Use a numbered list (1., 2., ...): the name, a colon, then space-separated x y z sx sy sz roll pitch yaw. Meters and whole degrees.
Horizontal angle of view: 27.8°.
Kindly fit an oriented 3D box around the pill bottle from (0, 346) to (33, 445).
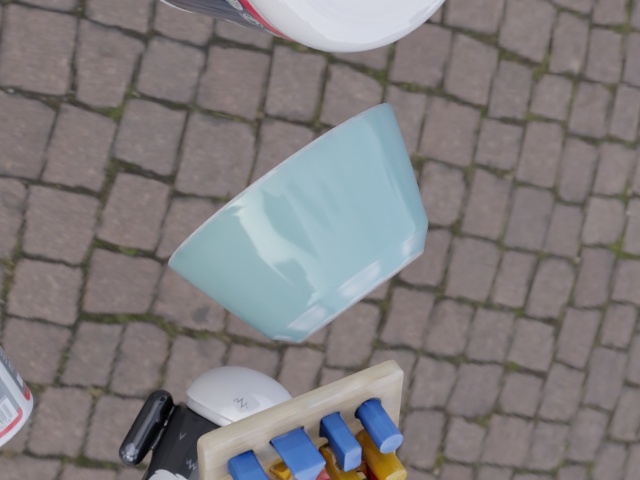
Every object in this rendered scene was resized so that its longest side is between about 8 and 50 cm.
1. pill bottle: -0.556 0.170 1.891 0.161 0.161 0.283 -38 121 -22

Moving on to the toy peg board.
1. toy peg board: 0.001 0.191 0.958 0.161 0.079 0.160 -20 140 -21

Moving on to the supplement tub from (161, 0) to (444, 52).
1. supplement tub: -0.039 -0.243 0.895 0.191 0.272 0.191 -12 113 -31

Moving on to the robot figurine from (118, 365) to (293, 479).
1. robot figurine: -0.136 0.302 1.712 0.209 0.174 0.278 28 86 -39

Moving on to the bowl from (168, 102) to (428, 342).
1. bowl: 0.000 0.000 1.463 0.311 0.311 0.163 -35 85 -23
